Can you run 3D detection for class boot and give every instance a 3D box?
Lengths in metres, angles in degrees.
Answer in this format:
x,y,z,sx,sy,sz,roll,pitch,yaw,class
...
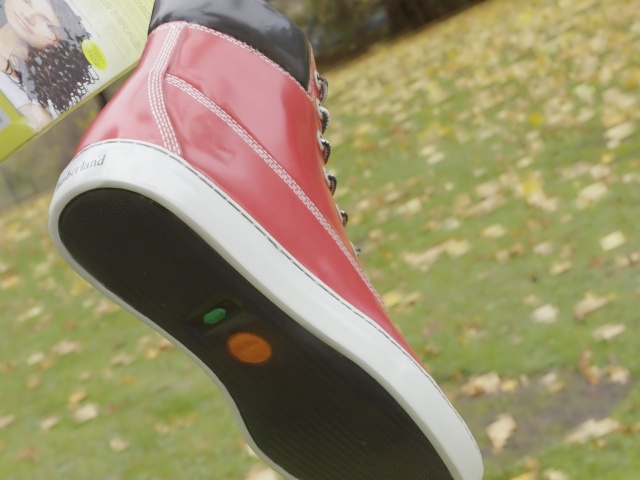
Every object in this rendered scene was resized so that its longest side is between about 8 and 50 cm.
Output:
x,y,z,sx,sy,sz,roll,pitch,yaw,class
0.000,0.000,0.758,0.088,0.244,0.176,-24,31,33,boot

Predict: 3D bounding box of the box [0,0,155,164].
x,y,z,sx,sy,sz,roll,pitch,yaw,class
-0.152,-0.110,0.937,0.058,0.087,0.232,-35,9,24,box
